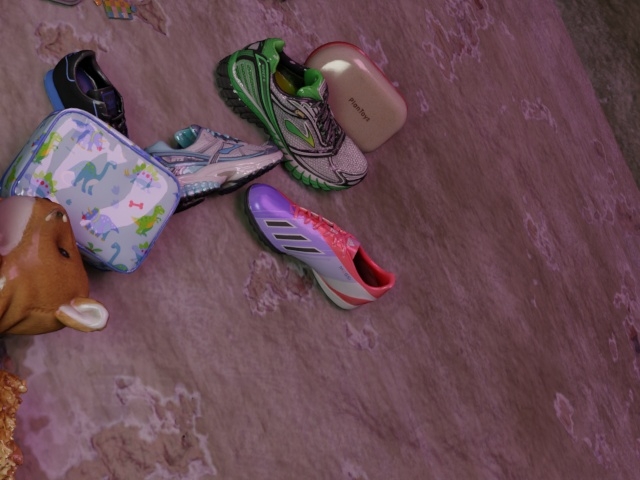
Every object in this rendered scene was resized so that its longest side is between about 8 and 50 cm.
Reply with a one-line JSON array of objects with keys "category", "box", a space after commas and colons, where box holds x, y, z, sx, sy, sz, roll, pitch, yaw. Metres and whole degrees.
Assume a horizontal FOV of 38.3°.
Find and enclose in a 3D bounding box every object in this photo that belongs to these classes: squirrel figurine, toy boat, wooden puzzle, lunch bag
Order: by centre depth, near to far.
[{"category": "squirrel figurine", "box": [-0.428, 0.094, 1.020, 0.370, 0.281, 0.397, 10, 83, -60]}, {"category": "lunch bag", "box": [-0.313, -0.069, 1.278, 0.219, 0.090, 0.176, 36, 74, -30]}, {"category": "wooden puzzle", "box": [-0.334, -0.386, 1.507, 0.083, 0.006, 0.049, -13, 82, -50]}, {"category": "toy boat", "box": [0.060, -0.294, 1.832, 0.231, 0.151, 0.151, 45, 14, -26]}]

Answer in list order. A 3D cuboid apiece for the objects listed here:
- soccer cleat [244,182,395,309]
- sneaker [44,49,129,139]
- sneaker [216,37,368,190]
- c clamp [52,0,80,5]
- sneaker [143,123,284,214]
[{"category": "soccer cleat", "box": [0.000, 0.000, 1.614, 0.318, 0.116, 0.109, 44, 44, -26]}, {"category": "sneaker", "box": [-0.320, -0.166, 1.351, 0.081, 0.090, 0.232, -35, 99, -50]}, {"category": "sneaker", "box": [-0.027, -0.219, 1.666, 0.343, 0.146, 0.134, 42, 45, -29]}, {"category": "c clamp", "box": [-0.431, -0.431, 1.407, 0.160, 0.022, 0.137, 13, 63, -44]}, {"category": "sneaker", "box": [-0.169, -0.140, 1.500, 0.283, 0.110, 0.122, -25, 89, -51]}]
